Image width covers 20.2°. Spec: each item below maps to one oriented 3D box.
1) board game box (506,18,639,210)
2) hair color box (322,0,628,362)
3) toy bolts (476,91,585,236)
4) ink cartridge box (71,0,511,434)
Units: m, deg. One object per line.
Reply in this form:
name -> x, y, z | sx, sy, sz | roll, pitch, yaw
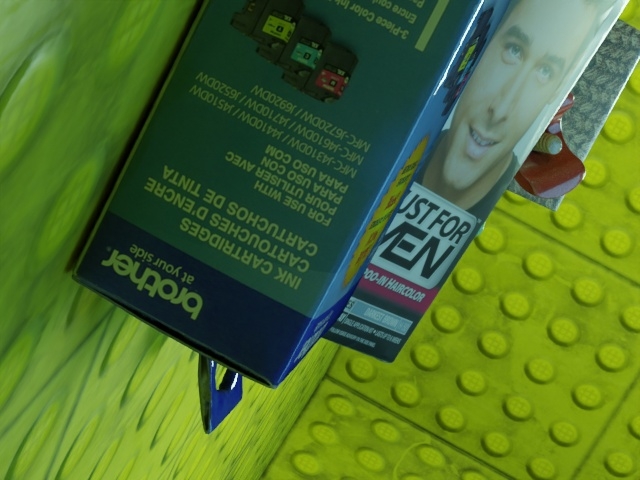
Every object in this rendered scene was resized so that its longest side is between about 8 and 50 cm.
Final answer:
board game box -> 0.226, -0.205, 2.156 | 0.232, 0.141, 0.291 | -62, -156, 12
hair color box -> 0.078, -0.102, 1.378 | 0.374, 0.113, 0.185 | -58, 149, 5
toy bolts -> 0.112, -0.107, 1.683 | 0.228, 0.158, 0.218 | -17, 109, -29
ink cartridge box -> -0.007, -0.076, 1.137 | 0.395, 0.151, 0.270 | -61, 175, 12
